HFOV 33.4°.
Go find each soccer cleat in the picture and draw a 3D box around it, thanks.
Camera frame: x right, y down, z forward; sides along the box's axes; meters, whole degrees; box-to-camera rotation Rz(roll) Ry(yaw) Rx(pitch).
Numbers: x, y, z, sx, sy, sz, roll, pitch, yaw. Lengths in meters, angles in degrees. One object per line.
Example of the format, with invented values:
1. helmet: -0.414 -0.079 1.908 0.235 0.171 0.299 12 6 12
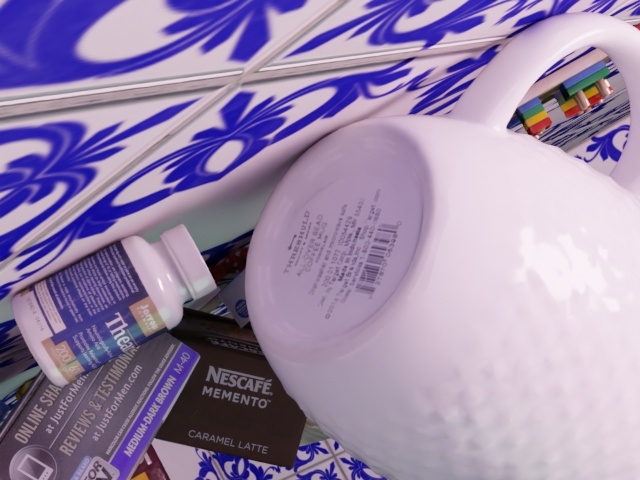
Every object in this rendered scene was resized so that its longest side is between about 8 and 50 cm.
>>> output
1. soccer cleat: -0.092 0.028 1.089 0.083 0.029 0.035 -29 -173 10

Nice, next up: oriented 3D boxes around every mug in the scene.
1. mug: 0.141 0.015 0.779 0.328 0.276 0.374 28 92 -40

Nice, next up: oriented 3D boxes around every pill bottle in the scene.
1. pill bottle: -0.131 0.038 0.688 0.120 0.067 0.067 -28 176 -8

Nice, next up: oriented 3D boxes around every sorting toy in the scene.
1. sorting toy: 0.257 -0.150 1.123 0.274 0.046 0.132 -30 176 6

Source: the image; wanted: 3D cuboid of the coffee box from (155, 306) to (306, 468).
1. coffee box: -0.100 0.141 1.097 0.141 0.098 0.246 14 -178 -13

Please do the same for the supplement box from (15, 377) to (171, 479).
1. supplement box: -0.272 0.238 1.278 0.104 0.188 0.081 -26 174 -29

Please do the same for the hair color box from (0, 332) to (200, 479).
1. hair color box: -0.241 0.194 0.951 0.185 0.110 0.339 -61 -171 -32

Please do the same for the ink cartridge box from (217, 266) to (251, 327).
1. ink cartridge box: 0.000 0.000 1.019 0.207 0.046 0.097 -43 169 33

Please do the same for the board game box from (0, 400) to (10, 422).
1. board game box: -0.420 0.256 1.119 0.211 0.039 0.160 -33 -158 45

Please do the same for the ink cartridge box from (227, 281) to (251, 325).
1. ink cartridge box: 0.022 0.002 1.167 0.231 0.078 0.134 -31 175 19

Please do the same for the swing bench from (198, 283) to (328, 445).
1. swing bench: -0.043 0.161 1.419 0.165 0.254 0.253 -27 175 -26
